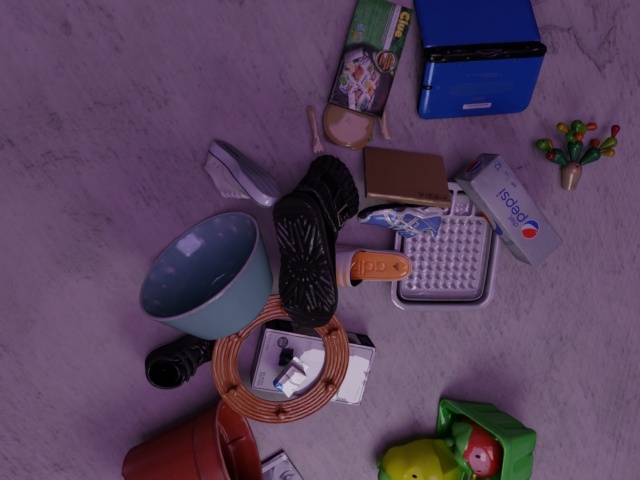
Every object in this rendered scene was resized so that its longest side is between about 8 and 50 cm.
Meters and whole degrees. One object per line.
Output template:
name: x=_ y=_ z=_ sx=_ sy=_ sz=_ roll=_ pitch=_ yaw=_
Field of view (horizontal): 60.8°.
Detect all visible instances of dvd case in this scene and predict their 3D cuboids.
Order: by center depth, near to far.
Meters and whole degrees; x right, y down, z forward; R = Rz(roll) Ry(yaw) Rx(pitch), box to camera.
dvd case: x=-0.117 y=0.701 z=1.500 sx=0.164 sy=0.018 sz=0.221 roll=-30 pitch=105 yaw=-2

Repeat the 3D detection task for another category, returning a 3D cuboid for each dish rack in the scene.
dish rack: x=0.316 y=0.014 z=1.396 sx=0.286 sy=0.072 sz=0.332 roll=1 pitch=102 yaw=-11

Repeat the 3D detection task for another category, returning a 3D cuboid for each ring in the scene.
ring: x=-0.090 y=0.291 z=1.309 sx=0.337 sy=0.032 sz=0.336 roll=-3 pitch=102 yaw=-13

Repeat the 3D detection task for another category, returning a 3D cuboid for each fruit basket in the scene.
fruit basket: x=0.357 y=0.629 z=1.456 sx=0.392 sy=0.283 sz=0.392 roll=-7 pitch=105 yaw=-26

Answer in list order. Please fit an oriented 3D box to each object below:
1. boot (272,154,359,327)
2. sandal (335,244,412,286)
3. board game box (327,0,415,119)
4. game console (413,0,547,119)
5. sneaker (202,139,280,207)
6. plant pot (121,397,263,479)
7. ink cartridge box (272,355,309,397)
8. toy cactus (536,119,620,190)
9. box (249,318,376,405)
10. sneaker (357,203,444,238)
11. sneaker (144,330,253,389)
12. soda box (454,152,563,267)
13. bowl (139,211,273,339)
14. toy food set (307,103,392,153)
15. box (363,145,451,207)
boot: x=0.004 y=-0.001 z=1.261 sx=0.131 sy=0.260 sz=0.348 roll=6 pitch=118 yaw=16
sandal: x=0.089 y=0.064 z=1.331 sx=0.265 sy=0.076 sz=0.102 roll=-3 pitch=100 yaw=13
board game box: x=0.116 y=-0.426 z=1.267 sx=0.136 sy=0.030 sz=0.259 roll=17 pitch=94 yaw=-3
game console: x=0.369 y=-0.452 z=1.326 sx=0.293 sy=0.173 sz=0.250 roll=-6 pitch=134 yaw=-8
sneaker: x=-0.178 y=-0.130 z=1.211 sx=0.094 sy=0.258 sz=0.091 roll=7 pitch=118 yaw=-43
plant pot: x=-0.312 y=0.556 z=1.322 sx=0.265 sy=0.272 sz=0.272 roll=-21 pitch=105 yaw=3
ink cartridge box: x=-0.067 y=0.322 z=1.289 sx=0.048 sy=0.028 sz=0.083 roll=40 pitch=91 yaw=-17
toy cactus: x=0.660 y=-0.217 z=1.398 sx=0.219 sy=0.112 sz=0.180 roll=-8 pitch=113 yaw=-17
box: x=-0.021 y=0.310 z=1.395 sx=0.290 sy=0.087 sz=0.169 roll=11 pitch=100 yaw=-12
sneaker: x=0.190 y=-0.045 z=1.284 sx=0.211 sy=0.080 sz=0.081 roll=-1 pitch=102 yaw=-9
sneaker: x=-0.287 y=0.269 z=1.310 sx=0.296 sy=0.147 sz=0.104 roll=-24 pitch=103 yaw=-5
soda box: x=0.454 y=-0.073 z=1.317 sx=0.098 sy=0.091 sz=0.286 roll=-43 pitch=107 yaw=0
bowl: x=-0.230 y=0.100 z=1.228 sx=0.311 sy=0.311 sz=0.163 roll=-35 pitch=124 yaw=-1
toy food set: x=0.067 y=-0.281 z=1.310 sx=0.192 sy=0.038 sz=0.132 roll=-11 pitch=96 yaw=-3
box: x=0.203 y=-0.153 z=1.298 sx=0.201 sy=0.164 sz=0.021 roll=6 pitch=140 yaw=-6
